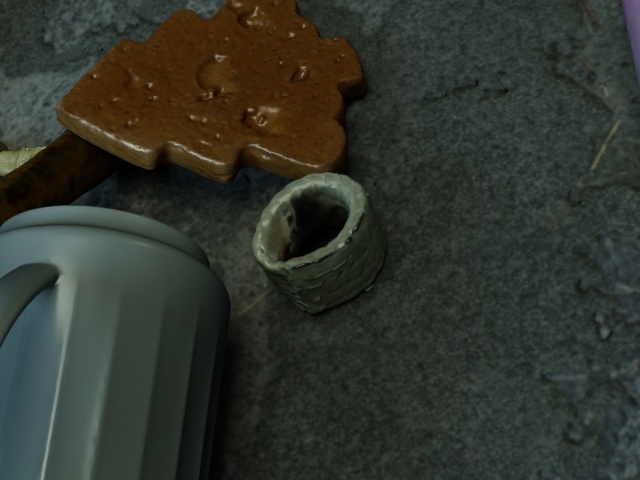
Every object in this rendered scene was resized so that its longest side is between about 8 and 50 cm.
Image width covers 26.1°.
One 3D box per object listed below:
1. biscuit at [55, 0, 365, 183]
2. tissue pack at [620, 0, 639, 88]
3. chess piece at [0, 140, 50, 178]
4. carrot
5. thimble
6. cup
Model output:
[{"bbox_3d":[-0.109,-0.147,1.372,0.306,0.043,0.284,-10,52,-8],"label":"biscuit"},{"bbox_3d":[0.388,-0.184,1.235,0.215,0.123,0.257,-11,53,13],"label":"tissue pack"},{"bbox_3d":[-0.340,-0.082,1.439,0.172,0.060,0.060,10,66,22],"label":"chess piece"},{"bbox_3d":[-0.273,-0.048,1.300,0.066,0.066,0.314,11,28,22],"label":"carrot"},{"bbox_3d":[0.000,0.000,1.271,0.102,0.090,0.115,26,72,27],"label":"thimble"},{"bbox_3d":[-0.219,0.139,1.130,0.236,0.323,0.327,-2,64,16],"label":"cup"}]
